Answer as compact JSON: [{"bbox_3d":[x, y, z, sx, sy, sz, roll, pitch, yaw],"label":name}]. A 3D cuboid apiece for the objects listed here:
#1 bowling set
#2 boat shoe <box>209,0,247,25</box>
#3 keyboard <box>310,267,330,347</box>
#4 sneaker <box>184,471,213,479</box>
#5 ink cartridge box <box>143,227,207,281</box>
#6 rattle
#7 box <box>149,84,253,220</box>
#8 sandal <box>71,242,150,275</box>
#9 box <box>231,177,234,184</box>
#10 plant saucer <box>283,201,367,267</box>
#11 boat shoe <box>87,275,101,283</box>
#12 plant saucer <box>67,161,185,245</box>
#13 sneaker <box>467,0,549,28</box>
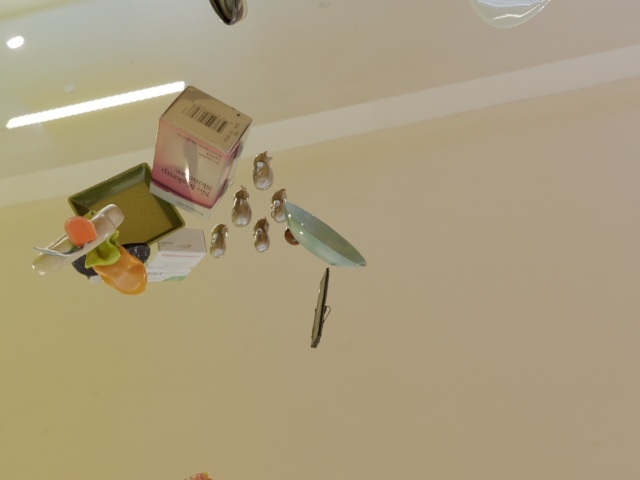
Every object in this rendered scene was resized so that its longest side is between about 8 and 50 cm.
[{"bbox_3d":[-0.144,-0.055,1.185,0.287,0.200,0.154,-50,-154,19],"label":"bowling set"},{"bbox_3d":[-0.206,-0.539,0.910,0.080,0.223,0.073,-11,-142,11],"label":"boat shoe"},{"bbox_3d":[0.011,0.167,1.126,0.038,0.100,0.192,15,-128,-6],"label":"keyboard"},{"bbox_3d":[-0.229,0.527,0.954,0.067,0.064,0.175,-8,-169,-29],"label":"sneaker"},{"bbox_3d":[-0.473,0.047,1.457,0.154,0.212,0.093,3,-119,-39],"label":"ink cartridge box"},{"bbox_3d":[-0.274,0.033,0.582,0.130,0.142,0.200,-28,-164,-33],"label":"rattle"},{"bbox_3d":[-0.257,-0.177,0.981,0.149,0.232,0.127,27,-129,-6],"label":"box"},{"bbox_3d":[-0.422,0.029,0.926,0.040,0.179,0.067,30,-75,22],"label":"sandal"},{"bbox_3d":[-0.324,-0.226,1.294,0.121,0.148,0.311,-39,-153,14],"label":"box"},{"bbox_3d":[0.000,0.000,0.863,0.195,0.195,0.037,44,-77,36],"label":"plant saucer"},{"bbox_3d":[-0.497,0.053,1.099,0.038,0.046,0.125,39,-128,12],"label":"boat shoe"},{"bbox_3d":[-0.428,-0.055,1.037,0.188,0.045,0.188,-31,-102,-19],"label":"plant saucer"},{"bbox_3d":[0.123,-0.317,0.328,0.104,0.295,0.147,-11,-146,16],"label":"sneaker"}]
